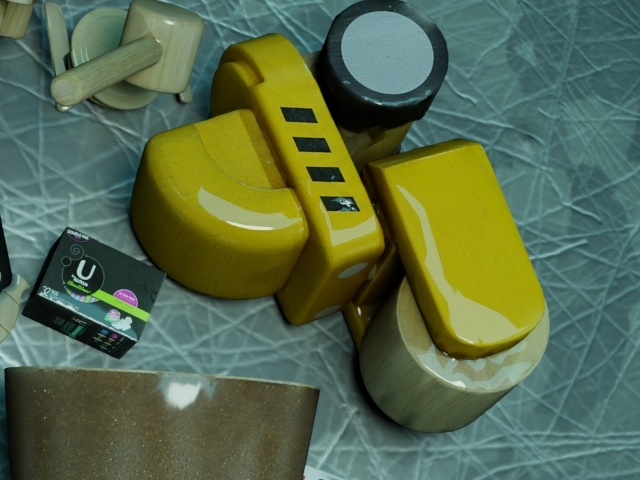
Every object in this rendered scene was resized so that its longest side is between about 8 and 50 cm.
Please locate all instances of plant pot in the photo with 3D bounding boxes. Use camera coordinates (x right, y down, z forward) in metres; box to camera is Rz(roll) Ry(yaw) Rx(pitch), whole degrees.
[{"bbox_3d":[-0.115,0.207,1.049,0.215,0.215,0.230,7,82,-23],"label":"plant pot"}]

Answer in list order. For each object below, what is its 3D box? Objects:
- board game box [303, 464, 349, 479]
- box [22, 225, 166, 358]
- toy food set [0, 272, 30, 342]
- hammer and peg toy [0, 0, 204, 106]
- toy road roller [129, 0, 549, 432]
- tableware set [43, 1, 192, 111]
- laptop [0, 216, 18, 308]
[{"bbox_3d":[0.072,0.303,1.170,0.305,0.053,0.193,22,63,-17],"label":"board game box"},{"bbox_3d":[-0.169,0.040,1.160,0.083,0.052,0.062,26,62,-13],"label":"box"},{"bbox_3d":[-0.250,0.068,1.103,0.078,0.019,0.122,44,60,-47],"label":"toy food set"},{"bbox_3d":[-0.251,-0.203,1.066,0.361,0.266,0.127,17,102,-6],"label":"hammer and peg toy"},{"bbox_3d":[0.000,0.000,1.179,0.241,0.202,0.329,-19,74,-18],"label":"toy road roller"},{"bbox_3d":[-0.179,-0.194,1.257,0.128,0.039,0.194,-2,77,-38],"label":"tableware set"},{"bbox_3d":[-0.380,-0.044,1.115,0.264,0.136,0.234,-14,75,-3],"label":"laptop"}]
